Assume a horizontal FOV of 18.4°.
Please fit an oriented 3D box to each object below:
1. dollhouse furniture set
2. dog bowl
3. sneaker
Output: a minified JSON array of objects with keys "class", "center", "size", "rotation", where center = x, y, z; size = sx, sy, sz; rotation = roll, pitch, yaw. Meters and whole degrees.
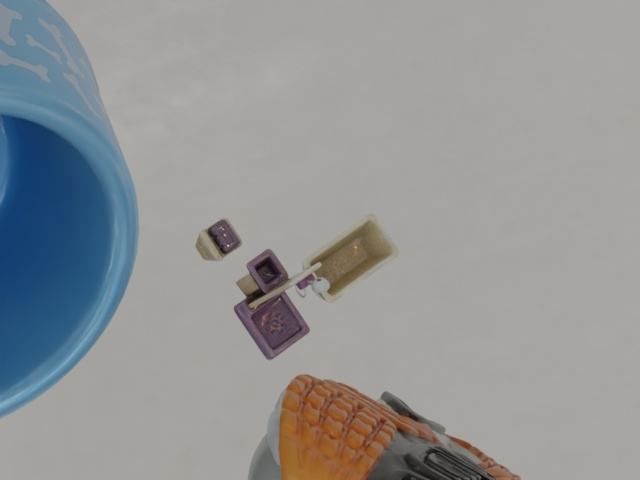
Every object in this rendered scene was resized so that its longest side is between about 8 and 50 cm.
[{"class":"dollhouse furniture set","center":[0.000,0.000,1.211],"size":[0.091,0.114,0.081],"rotation":[57,150,-2]},{"class":"dog bowl","center":[-0.193,-0.001,0.642],"size":[0.074,0.297,0.166],"rotation":[46,132,45]},{"class":"sneaker","center":[0.016,0.127,0.751],"size":[0.099,0.262,0.121],"rotation":[32,90,15]}]
